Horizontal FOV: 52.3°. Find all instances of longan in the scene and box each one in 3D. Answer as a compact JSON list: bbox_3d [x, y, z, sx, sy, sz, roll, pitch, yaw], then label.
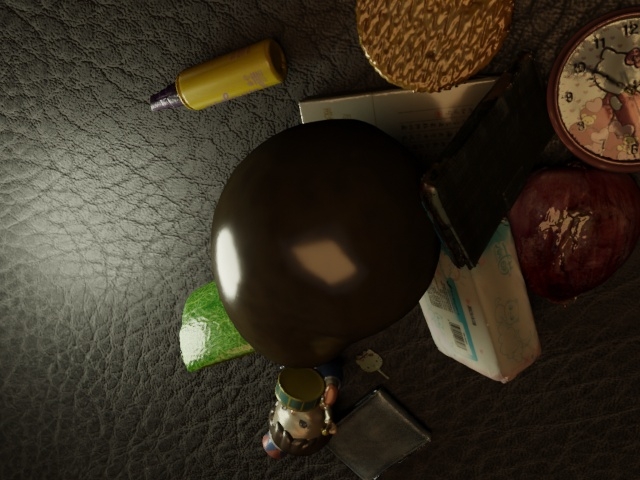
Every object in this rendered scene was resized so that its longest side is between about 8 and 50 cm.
[{"bbox_3d":[0.000,0.000,1.018,0.336,0.404,0.404,15,127,-35],"label":"longan"}]

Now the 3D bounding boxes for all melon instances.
[{"bbox_3d":[-0.125,0.156,1.338,0.324,0.196,0.124,-15,143,16],"label":"melon"}]

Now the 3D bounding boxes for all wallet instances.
[{"bbox_3d":[0.113,0.428,1.430,0.167,0.036,0.222,43,118,-3],"label":"wallet"},{"bbox_3d":[0.254,-0.123,0.960,0.044,0.317,0.169,9,142,44],"label":"wallet"}]

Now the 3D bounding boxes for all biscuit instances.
[{"bbox_3d":[0.174,-0.360,1.018,0.254,0.035,0.253,4,103,17],"label":"biscuit"}]

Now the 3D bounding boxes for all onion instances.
[{"bbox_3d":[0.420,0.015,1.072,0.227,0.120,0.283,-5,121,7],"label":"onion"}]

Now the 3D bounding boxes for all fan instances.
[{"bbox_3d":[0.113,0.264,1.369,0.083,0.004,0.056,44,120,-5],"label":"fan"}]

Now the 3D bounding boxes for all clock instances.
[{"bbox_3d":[0.467,-0.223,0.977,0.245,0.056,0.244,3,101,18],"label":"clock"}]

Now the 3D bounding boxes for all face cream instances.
[{"bbox_3d":[-0.195,-0.285,1.174,0.273,0.078,0.078,-12,109,23],"label":"face cream"}]

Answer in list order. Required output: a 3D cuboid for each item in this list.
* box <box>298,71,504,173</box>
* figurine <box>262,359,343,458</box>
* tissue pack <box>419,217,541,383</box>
[{"bbox_3d":[0.156,-0.167,1.126,0.365,0.051,0.204,-2,113,20],"label":"box"},{"bbox_3d":[-0.041,0.363,1.377,0.161,0.158,0.275,35,129,33],"label":"figurine"},{"bbox_3d":[0.258,0.085,1.128,0.124,0.201,0.271,-26,109,-18],"label":"tissue pack"}]
